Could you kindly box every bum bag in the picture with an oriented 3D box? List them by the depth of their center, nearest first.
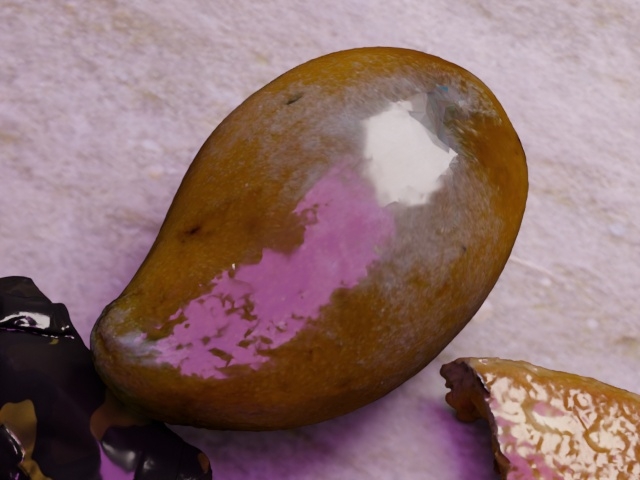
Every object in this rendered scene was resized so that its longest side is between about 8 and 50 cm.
[{"bbox_3d":[-0.150,0.103,0.863,0.106,0.060,0.232,-37,72,-29],"label":"bum bag"}]

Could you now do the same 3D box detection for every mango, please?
[{"bbox_3d":[0.000,0.000,0.906,0.193,0.146,0.316,40,54,12],"label":"mango"}]

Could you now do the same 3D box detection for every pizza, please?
[{"bbox_3d":[0.189,0.153,0.913,0.271,0.056,0.134,22,54,0],"label":"pizza"}]
